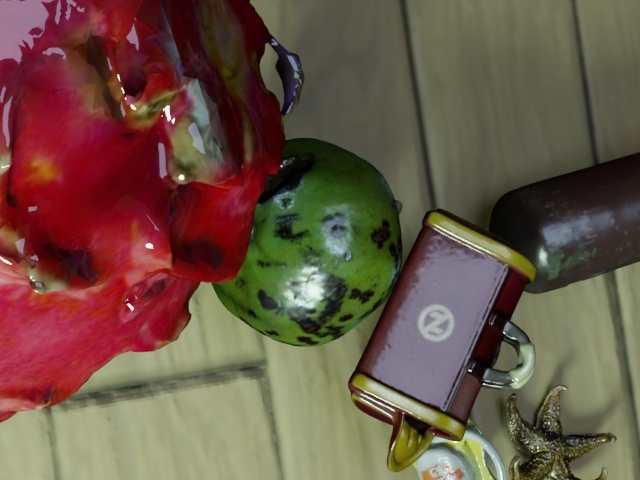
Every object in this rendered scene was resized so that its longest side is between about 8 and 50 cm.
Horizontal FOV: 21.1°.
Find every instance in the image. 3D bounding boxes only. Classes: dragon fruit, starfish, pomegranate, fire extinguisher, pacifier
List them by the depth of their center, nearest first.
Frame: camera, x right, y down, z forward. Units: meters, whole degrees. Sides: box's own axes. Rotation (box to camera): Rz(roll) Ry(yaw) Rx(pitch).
[{"bbox_3d":[-0.159,-0.092,0.799,0.371,0.249,0.386,-40,118,-51],"label":"dragon fruit"},{"bbox_3d":[0.000,0.000,1.010,0.161,0.122,0.122,-8,87,-59],"label":"pomegranate"},{"bbox_3d":[0.092,0.139,1.073,0.064,0.068,0.083,-26,97,-58],"label":"pacifier"},{"bbox_3d":[0.150,0.133,1.124,0.091,0.028,0.078,44,58,-16],"label":"starfish"},{"bbox_3d":[0.197,-0.009,1.127,0.267,0.072,0.089,-17,76,-20],"label":"fire extinguisher"}]

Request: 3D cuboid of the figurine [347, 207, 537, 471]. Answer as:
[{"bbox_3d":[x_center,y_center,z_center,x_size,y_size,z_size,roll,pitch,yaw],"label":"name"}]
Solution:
[{"bbox_3d":[0.079,0.070,1.031,0.098,0.082,0.154,22,80,8],"label":"figurine"}]
